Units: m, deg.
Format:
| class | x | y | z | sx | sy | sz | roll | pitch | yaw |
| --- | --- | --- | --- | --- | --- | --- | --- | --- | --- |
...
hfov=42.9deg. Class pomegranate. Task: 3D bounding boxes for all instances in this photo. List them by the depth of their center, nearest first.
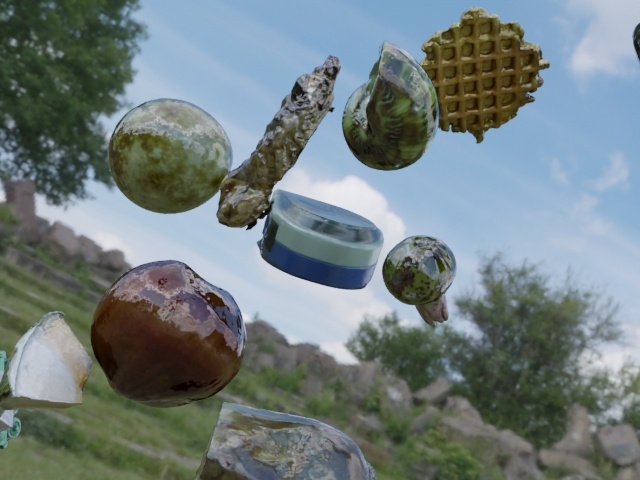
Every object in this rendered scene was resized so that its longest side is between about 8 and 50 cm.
| class | x | y | z | sx | sy | sz | roll | pitch | yaw |
| --- | --- | --- | --- | --- | --- | --- | --- | --- | --- |
| pomegranate | 0.188 | 0.068 | 1.433 | 0.163 | 0.138 | 0.125 | 48 | -55 | -2 |

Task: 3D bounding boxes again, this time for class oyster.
| class | x | y | z | sx | sy | sz | roll | pitch | yaw |
| --- | --- | --- | --- | --- | --- | --- | --- | --- | --- |
| oyster | -0.075 | -0.170 | 1.373 | 0.078 | 0.345 | 0.129 | 31 | 5 | -36 |

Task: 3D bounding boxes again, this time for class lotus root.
| class | x | y | z | sx | sy | sz | roll | pitch | yaw |
| --- | --- | --- | --- | --- | --- | --- | --- | --- | --- |
| lotus root | -0.069 | 0.458 | 1.565 | 0.346 | 0.250 | 0.250 | 13 | -13 | -8 |

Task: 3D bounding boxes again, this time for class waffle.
| class | x | y | z | sx | sy | sz | roll | pitch | yaw |
| --- | --- | --- | --- | --- | --- | --- | --- | --- | --- |
| waffle | 0.295 | -0.310 | 1.552 | 0.245 | 0.052 | 0.254 | 33 | -62 | -21 |

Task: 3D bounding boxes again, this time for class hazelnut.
| class | x | y | z | sx | sy | sz | roll | pitch | yaw |
| --- | --- | --- | --- | --- | --- | --- | --- | --- | --- |
| hazelnut | -0.178 | 0.123 | 0.981 | 0.178 | 0.178 | 0.204 | 21 | -22 | 11 |

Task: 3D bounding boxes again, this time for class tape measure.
| class | x | y | z | sx | sy | sz | roll | pitch | yaw |
| --- | --- | --- | --- | --- | --- | --- | --- | --- | --- |
| tape measure | 0.000 | -0.002 | 1.738 | 0.259 | 0.138 | 0.262 | 15 | 11 | -5 |

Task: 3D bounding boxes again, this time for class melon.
| class | x | y | z | sx | sy | sz | roll | pitch | yaw |
| --- | --- | --- | --- | --- | --- | --- | --- | --- | --- |
| melon | -0.322 | 0.151 | 0.965 | 0.093 | 0.139 | 0.202 | 15 | -19 | -15 |

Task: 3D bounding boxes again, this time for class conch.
| class | x | y | z | sx | sy | sz | roll | pitch | yaw |
| --- | --- | --- | --- | --- | --- | --- | --- | --- | --- |
| conch | 0.105 | -0.192 | 1.181 | 0.124 | 0.187 | 0.181 | 6 | 18 | -14 |

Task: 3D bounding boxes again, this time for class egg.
| class | x | y | z | sx | sy | sz | roll | pitch | yaw |
| --- | --- | --- | --- | --- | --- | --- | --- | --- | --- |
| egg | -0.301 | -0.173 | 1.668 | 0.289 | 0.238 | 0.238 | -1 | -28 | 44 |

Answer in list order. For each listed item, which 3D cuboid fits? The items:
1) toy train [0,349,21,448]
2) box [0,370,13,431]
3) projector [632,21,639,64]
| class | x | y | z | sx | sy | sz | roll | pitch | yaw |
| --- | --- | --- | --- | --- | --- | --- | --- | --- | --- |
| toy train | -0.578 | 0.285 | 1.435 | 0.071 | 0.178 | 0.104 | 1 | 3 | 14 |
| box | -0.502 | 0.210 | 1.011 | 0.135 | 0.199 | 0.081 | 57 | 7 | -43 |
| projector | 0.832 | -0.304 | 1.472 | 0.405 | 0.395 | 0.242 | 65 | -11 | 4 |
